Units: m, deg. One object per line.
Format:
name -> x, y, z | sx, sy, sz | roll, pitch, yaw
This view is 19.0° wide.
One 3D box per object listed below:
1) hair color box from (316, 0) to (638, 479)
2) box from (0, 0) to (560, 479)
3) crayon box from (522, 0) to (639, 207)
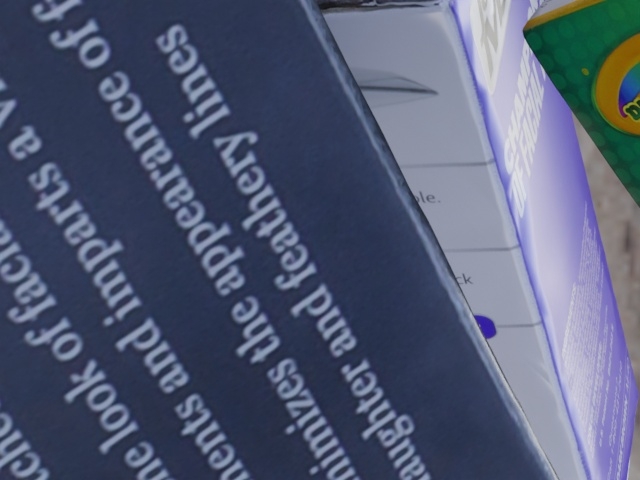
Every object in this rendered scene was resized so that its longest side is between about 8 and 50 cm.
hair color box -> 0.000, 0.000, 0.696 | 0.339, 0.185, 0.110 | 67, 29, -50
box -> -0.201, 0.021, 0.390 | 0.395, 0.212, 0.293 | -33, 123, -8
crayon box -> 0.195, -0.124, 0.502 | 0.081, 0.165, 0.278 | 52, 57, -17
